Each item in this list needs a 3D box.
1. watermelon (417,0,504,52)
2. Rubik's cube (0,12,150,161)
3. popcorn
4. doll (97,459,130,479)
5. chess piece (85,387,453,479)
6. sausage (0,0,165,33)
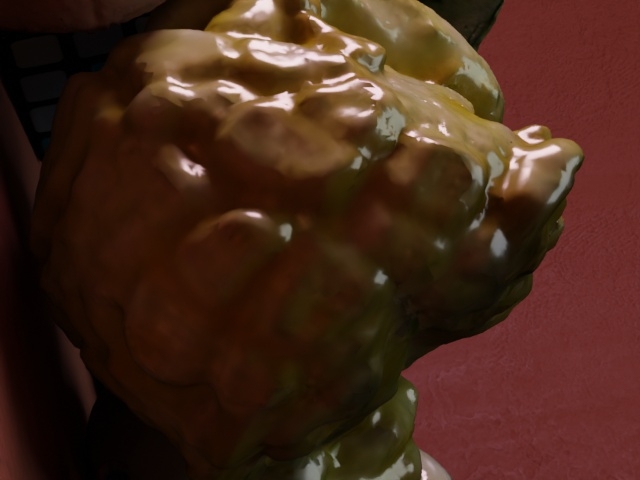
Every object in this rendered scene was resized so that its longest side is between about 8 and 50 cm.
[{"bbox_3d":[0.003,-0.158,1.173,0.331,0.189,0.330,29,-55,53],"label":"watermelon"},{"bbox_3d":[-0.101,-0.178,0.964,0.184,0.187,0.182,86,-8,-63],"label":"Rubik's cube"},{"bbox_3d":[-0.006,-0.006,0.845,0.237,0.293,0.293,44,-23,36],"label":"popcorn"},{"bbox_3d":[-0.079,0.166,0.813,0.114,0.085,0.152,66,-9,-4],"label":"doll"},{"bbox_3d":[-0.039,0.147,0.989,0.243,0.133,0.133,33,32,-39],"label":"chess piece"},{"bbox_3d":[-0.134,-0.222,0.726,0.123,0.123,0.253,-103,-177,-48],"label":"sausage"}]
